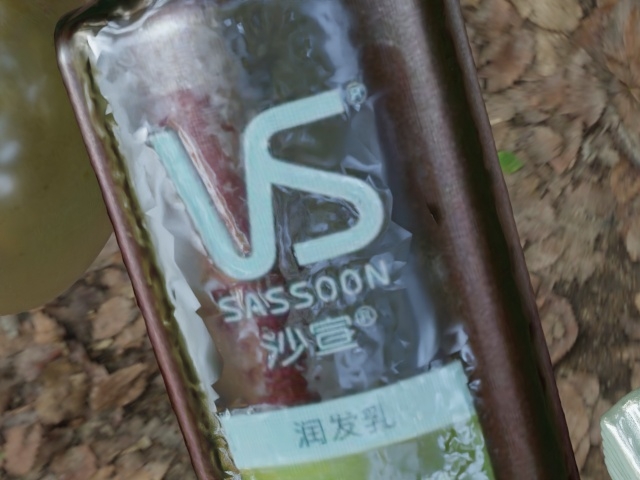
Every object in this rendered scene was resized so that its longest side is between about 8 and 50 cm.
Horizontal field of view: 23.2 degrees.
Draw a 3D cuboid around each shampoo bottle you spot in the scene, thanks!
[{"bbox_3d":[0.000,0.000,0.495,0.129,0.084,0.323,-13,108,8],"label":"shampoo bottle"}]

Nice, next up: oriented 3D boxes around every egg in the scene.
[{"bbox_3d":[-0.323,-0.098,1.469,0.301,0.301,0.374,-3,129,11],"label":"egg"}]

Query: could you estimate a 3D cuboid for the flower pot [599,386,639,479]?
[{"bbox_3d":[0.309,0.154,0.964,0.209,0.239,0.189,-28,63,1],"label":"flower pot"}]
